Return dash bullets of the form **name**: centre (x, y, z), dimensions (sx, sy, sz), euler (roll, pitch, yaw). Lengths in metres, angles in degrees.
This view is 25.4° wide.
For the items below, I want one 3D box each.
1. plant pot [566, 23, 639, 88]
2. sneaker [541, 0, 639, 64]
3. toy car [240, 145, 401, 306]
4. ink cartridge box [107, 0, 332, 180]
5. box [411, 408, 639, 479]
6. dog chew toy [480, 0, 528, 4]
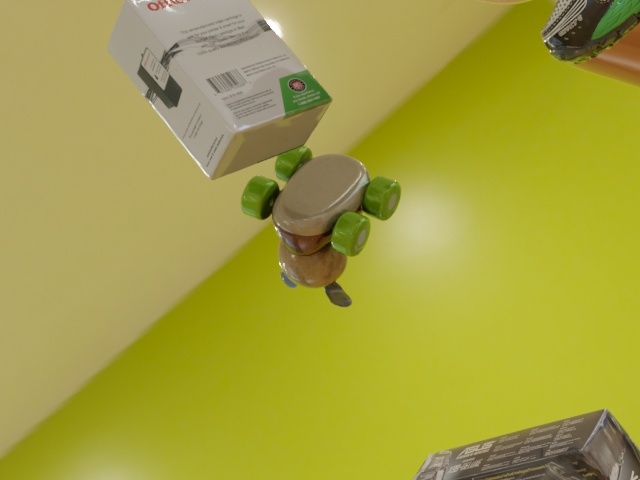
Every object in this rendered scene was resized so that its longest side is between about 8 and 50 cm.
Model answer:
- **plant pot**: centre (0.477, -0.356, 2.146), dimensions (0.203, 0.291, 0.291), euler (5, -32, -2)
- **sneaker**: centre (0.234, -0.304, 1.155), dimensions (0.134, 0.146, 0.343), euler (147, 140, -76)
- **toy car**: centre (0.000, 0.000, 1.749), dimensions (0.149, 0.155, 0.188), euler (-48, -29, -40)
- **ink cartridge box**: centre (-0.114, -0.186, 1.577), dimensions (0.153, 0.208, 0.087), euler (-24, -22, -40)
- **box**: centre (0.285, 0.340, 1.708), dimensions (0.307, 0.242, 0.076), euler (-26, 18, 48)
- **dog chew toy**: centre (0.172, -0.412, 1.539), dimensions (0.206, 0.206, 0.332), euler (-39, -47, 0)
